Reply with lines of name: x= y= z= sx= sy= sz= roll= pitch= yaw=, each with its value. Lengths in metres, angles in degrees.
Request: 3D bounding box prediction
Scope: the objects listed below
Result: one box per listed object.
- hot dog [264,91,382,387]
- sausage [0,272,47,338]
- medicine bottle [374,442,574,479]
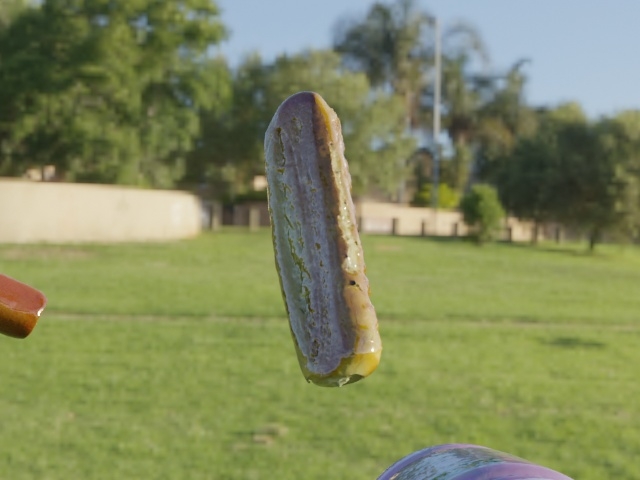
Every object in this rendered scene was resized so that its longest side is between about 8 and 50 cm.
hot dog: x=0.000 y=0.000 z=0.885 sx=0.066 sy=0.215 sz=0.047 roll=-28 pitch=-35 yaw=25
sausage: x=-0.273 y=0.035 z=1.016 sx=0.131 sy=0.041 sz=0.039 roll=23 pitch=-45 yaw=-14
medicine bottle: x=0.143 y=0.281 z=1.083 sx=0.212 sy=0.212 sz=0.325 roll=1 pitch=-2 yaw=-7
